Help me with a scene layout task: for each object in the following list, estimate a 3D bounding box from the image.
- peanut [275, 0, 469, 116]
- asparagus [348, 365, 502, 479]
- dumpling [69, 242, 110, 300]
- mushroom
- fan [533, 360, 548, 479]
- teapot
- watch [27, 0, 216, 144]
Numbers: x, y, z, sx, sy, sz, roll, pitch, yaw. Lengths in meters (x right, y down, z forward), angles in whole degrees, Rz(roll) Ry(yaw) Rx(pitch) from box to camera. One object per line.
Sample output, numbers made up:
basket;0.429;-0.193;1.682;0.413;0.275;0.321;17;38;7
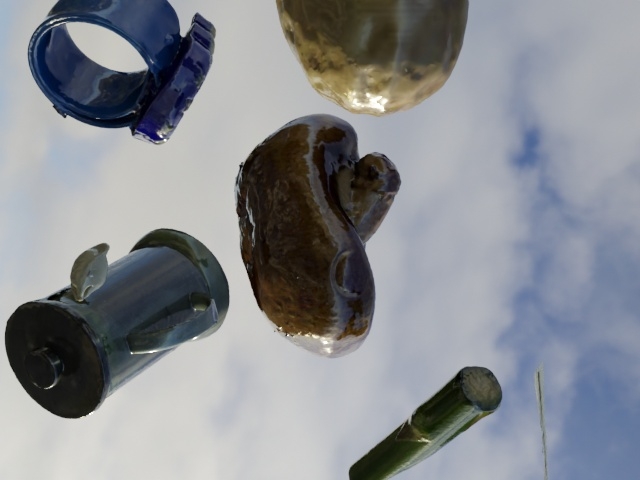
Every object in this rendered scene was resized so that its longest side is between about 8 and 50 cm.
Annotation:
peanut;0.020;-0.170;0.495;0.108;0.095;0.225;141;-53;-70
asparagus;0.081;0.164;0.803;0.041;0.045;0.178;56;-48;18
dumpling;-0.304;0.037;1.250;0.059;0.043;0.077;29;-67;49
mushroom;-0.015;-0.002;0.881;0.231;0.138;0.194;-95;-161;-45
fan;0.254;0.305;1.055;0.233;0.012;0.414;107;-6;-50
teapot;-0.286;0.126;1.448;0.271;0.337;0.200;0;-72;29
watch;-0.243;-0.216;1.164;0.196;0.200;0.171;-47;-158;35
